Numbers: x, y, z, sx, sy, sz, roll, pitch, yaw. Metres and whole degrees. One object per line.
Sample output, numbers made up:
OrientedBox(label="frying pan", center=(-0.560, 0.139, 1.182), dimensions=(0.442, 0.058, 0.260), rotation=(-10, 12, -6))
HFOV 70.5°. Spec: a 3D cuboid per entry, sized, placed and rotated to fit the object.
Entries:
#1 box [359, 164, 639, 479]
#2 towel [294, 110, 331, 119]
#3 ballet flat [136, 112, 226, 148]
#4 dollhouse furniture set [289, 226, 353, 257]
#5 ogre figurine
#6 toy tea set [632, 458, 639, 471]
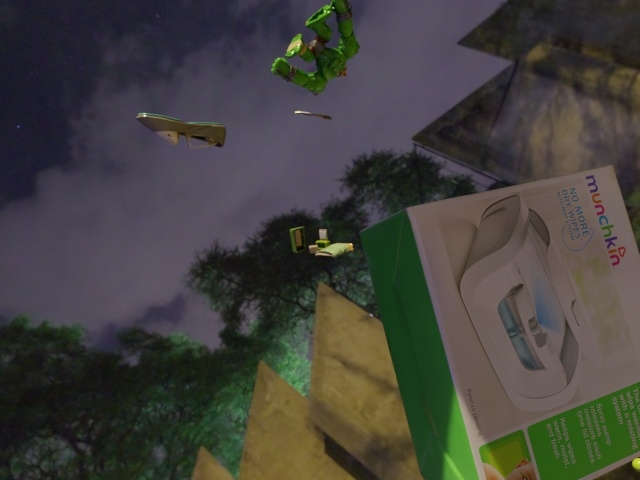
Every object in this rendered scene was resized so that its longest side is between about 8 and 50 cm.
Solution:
OrientedBox(label="box", center=(0.190, 0.083, 0.447), dimensions=(0.231, 0.262, 0.127), rotation=(-12, -5, -16))
OrientedBox(label="towel", center=(-0.017, -0.315, 1.139), dimensions=(0.060, 0.083, 0.009), rotation=(-32, -47, -67))
OrientedBox(label="ballet flat", center=(-0.329, -0.258, 1.087), dimensions=(0.213, 0.072, 0.068), rotation=(0, -86, -32))
OrientedBox(label="dollhouse furniture set", center=(0.000, 0.000, 1.050), dimensions=(0.076, 0.151, 0.059), rotation=(-16, -76, -46))
OrientedBox(label="ogre figurine", center=(0.005, -0.387, 0.925), dimensions=(0.118, 0.097, 0.197), rotation=(38, -99, -40))
OrientedBox(label="toy tea set", center=(0.522, 0.421, 0.609), dimensions=(0.200, 0.124, 0.336), rotation=(35, -126, -30))
